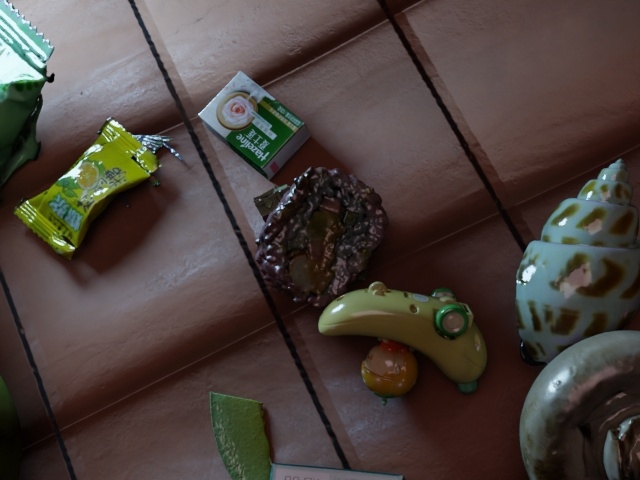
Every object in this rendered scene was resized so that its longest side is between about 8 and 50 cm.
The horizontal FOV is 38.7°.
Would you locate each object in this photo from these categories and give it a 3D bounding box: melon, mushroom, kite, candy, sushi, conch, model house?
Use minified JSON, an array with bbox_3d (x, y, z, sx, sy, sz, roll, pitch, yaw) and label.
[{"bbox_3d":[-0.138,0.407,1.756,0.114,0.053,0.261,-18,75,-16],"label":"melon"},{"bbox_3d":[0.520,0.333,1.516,0.363,0.294,0.362,0,97,-1],"label":"mushroom"},{"bbox_3d":[-0.396,-0.172,1.975,0.183,0.010,0.160,-42,68,-2],"label":"kite"},{"bbox_3d":[-0.710,-0.303,1.948,0.263,0.172,0.397,36,110,18],"label":"candy"},{"bbox_3d":[0.000,0.000,1.775,0.237,0.171,0.270,34,79,-11],"label":"sushi"},{"bbox_3d":[0.480,0.041,1.654,0.250,0.197,0.367,12,70,-33],"label":"conch"},{"bbox_3d":[-0.496,-0.113,1.935,0.187,0.081,0.297,40,85,21],"label":"candy"},{"bbox_3d":[-0.089,-0.077,1.876,0.083,0.057,0.058,-28,110,-2],"label":"model house"}]

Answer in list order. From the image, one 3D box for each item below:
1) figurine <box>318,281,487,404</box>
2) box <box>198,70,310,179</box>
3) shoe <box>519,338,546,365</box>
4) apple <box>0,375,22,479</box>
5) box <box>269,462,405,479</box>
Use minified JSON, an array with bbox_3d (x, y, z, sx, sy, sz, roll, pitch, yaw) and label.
[{"bbox_3d":[0.153,0.193,1.700,0.325,0.124,0.222,11,106,-6],"label":"figurine"},{"bbox_3d":[-0.138,-0.242,1.922,0.199,0.081,0.135,40,83,19],"label":"box"},{"bbox_3d":[0.422,0.167,1.732,0.071,0.049,0.179,27,61,0],"label":"shoe"},{"bbox_3d":[-0.773,0.365,1.655,0.474,0.473,0.473,-2,73,8],"label":"apple"},{"bbox_3d":[0.026,0.493,1.658,0.245,0.092,0.153,6,74,3],"label":"box"}]
